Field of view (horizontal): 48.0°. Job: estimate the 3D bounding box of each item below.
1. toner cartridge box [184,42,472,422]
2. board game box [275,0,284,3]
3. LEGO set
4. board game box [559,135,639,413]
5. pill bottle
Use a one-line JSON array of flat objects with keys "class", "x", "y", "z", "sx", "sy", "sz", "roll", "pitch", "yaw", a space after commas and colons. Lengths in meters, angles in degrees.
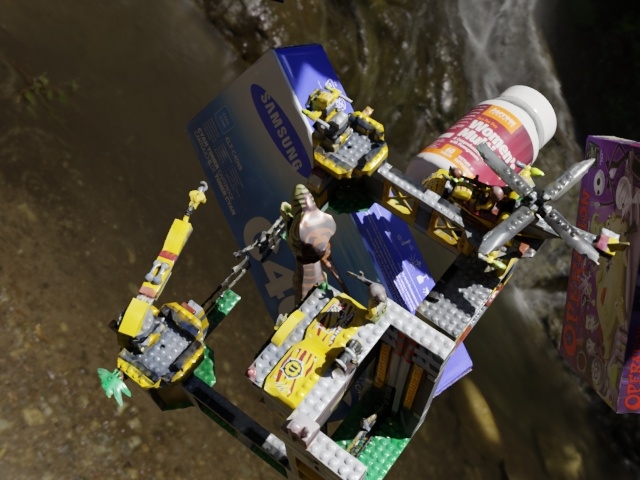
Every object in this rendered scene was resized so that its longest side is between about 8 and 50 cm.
[{"class": "toner cartridge box", "x": 0.000, "y": 0.000, "z": 0.719, "sx": 0.075, "sy": 0.165, "sz": 0.348, "roll": -22, "pitch": 85, "yaw": -46}, {"class": "board game box", "x": -0.104, "y": -0.307, "z": 0.799, "sx": 0.141, "sy": 0.048, "sz": 0.170, "roll": 14, "pitch": 20, "yaw": -8}, {"class": "LEGO set", "x": 0.013, "y": 0.018, "z": 0.484, "sx": 0.255, "sy": 0.331, "sz": 0.192, "roll": 42, "pitch": -20, "yaw": 21}, {"class": "board game box", "x": 0.409, "y": 0.037, "z": 1.000, "sx": 0.208, "sy": 0.056, "sz": 0.347, "roll": -83, "pitch": 176, "yaw": -77}, {"class": "pill bottle", "x": 0.234, "y": -0.125, "z": 1.031, "sx": 0.221, "sy": 0.121, "sz": 0.121, "roll": -40, "pitch": 99, "yaw": -25}]
